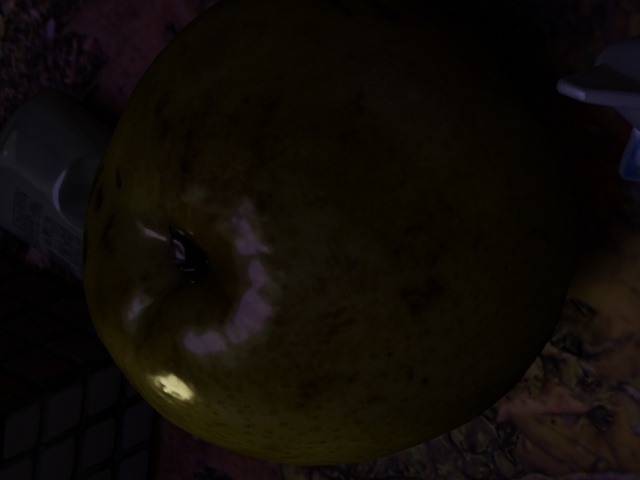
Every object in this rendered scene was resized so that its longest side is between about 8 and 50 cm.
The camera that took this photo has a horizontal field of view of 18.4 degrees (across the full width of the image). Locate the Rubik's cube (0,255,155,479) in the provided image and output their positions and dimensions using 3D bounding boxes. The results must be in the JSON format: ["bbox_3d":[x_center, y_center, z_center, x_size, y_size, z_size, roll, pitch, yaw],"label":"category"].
[{"bbox_3d":[-0.286,0.163,1.493,0.237,0.238,0.236,25,119,30],"label":"Rubik's cube"}]

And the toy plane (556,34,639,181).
[{"bbox_3d":[0.264,-0.054,1.056,0.267,0.123,0.266,12,112,33],"label":"toy plane"}]

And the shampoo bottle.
[{"bbox_3d":[-0.128,-0.003,1.407,0.234,0.087,0.118,34,125,23],"label":"shampoo bottle"}]

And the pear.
[{"bbox_3d":[0.000,0.000,1.178,0.304,0.304,0.303,15,115,34],"label":"pear"}]
